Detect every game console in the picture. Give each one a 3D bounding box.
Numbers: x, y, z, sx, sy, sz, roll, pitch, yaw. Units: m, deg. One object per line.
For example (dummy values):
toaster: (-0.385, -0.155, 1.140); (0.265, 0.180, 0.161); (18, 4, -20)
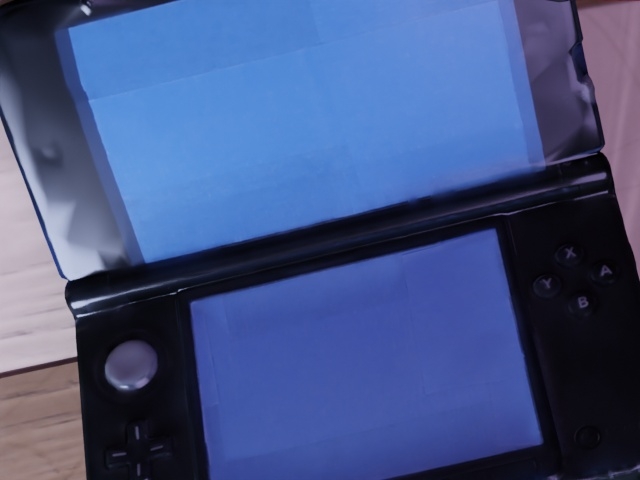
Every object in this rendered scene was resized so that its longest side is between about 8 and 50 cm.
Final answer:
game console: (0.000, 0.000, 0.861); (0.293, 0.250, 0.173); (-14, 147, 7)
